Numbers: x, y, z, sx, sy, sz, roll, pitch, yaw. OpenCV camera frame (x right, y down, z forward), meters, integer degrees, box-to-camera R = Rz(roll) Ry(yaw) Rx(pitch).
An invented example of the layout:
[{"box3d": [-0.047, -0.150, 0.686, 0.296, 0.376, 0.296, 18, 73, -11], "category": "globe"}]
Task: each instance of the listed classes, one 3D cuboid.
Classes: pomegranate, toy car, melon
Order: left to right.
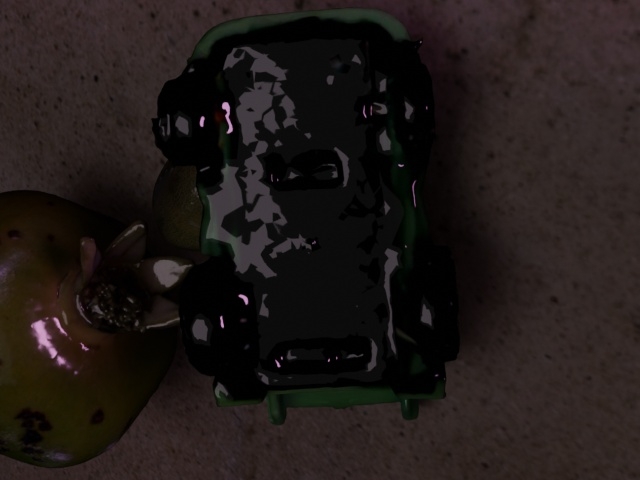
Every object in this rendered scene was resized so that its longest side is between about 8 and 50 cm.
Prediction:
[{"box3d": [-0.268, 0.097, 0.951, 0.323, 0.291, 0.290, 12, 116, 53], "category": "pomegranate"}, {"box3d": [-0.097, -0.052, 0.879, 0.099, 0.099, 0.162, 54, 132, 8], "category": "melon"}, {"box3d": [0.000, 0.000, 0.768, 0.213, 0.176, 0.358, -5, 98, 8], "category": "toy car"}]
